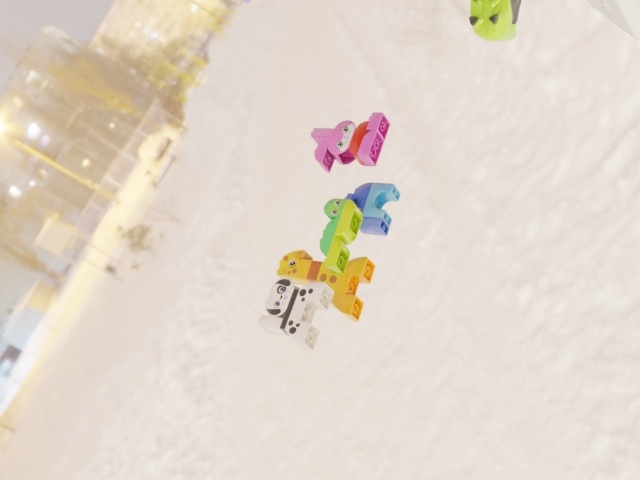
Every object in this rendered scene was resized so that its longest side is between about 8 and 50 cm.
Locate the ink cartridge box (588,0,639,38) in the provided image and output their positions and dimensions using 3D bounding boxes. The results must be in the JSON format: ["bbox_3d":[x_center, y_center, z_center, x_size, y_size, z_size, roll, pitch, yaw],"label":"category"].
[{"bbox_3d":[0.318,-0.410,0.840,0.308,0.385,0.091,-41,45,9],"label":"ink cartridge box"}]

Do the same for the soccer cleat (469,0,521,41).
[{"bbox_3d":[0.198,-0.306,1.033,0.072,0.060,0.179,-3,-78,-55],"label":"soccer cleat"}]

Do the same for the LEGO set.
[{"bbox_3d":[0.000,0.000,0.872,0.093,0.087,0.227,6,64,31],"label":"LEGO set"}]

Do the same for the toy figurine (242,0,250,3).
[{"bbox_3d":[0.019,-0.264,0.746,0.217,0.191,0.362,-51,18,8],"label":"toy figurine"}]
